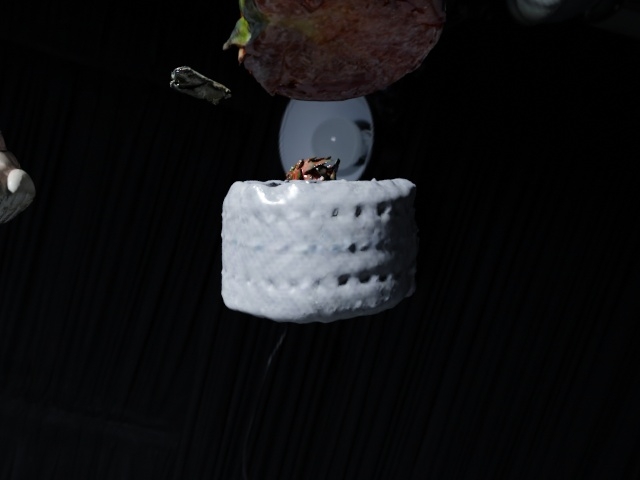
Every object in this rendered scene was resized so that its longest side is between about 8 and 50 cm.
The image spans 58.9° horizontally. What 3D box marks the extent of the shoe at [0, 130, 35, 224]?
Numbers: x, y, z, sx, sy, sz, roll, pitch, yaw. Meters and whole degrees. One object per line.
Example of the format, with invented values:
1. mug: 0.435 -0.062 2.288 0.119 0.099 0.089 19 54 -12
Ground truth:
1. shoe: -0.500 -0.102 0.587 0.171 0.198 0.351 -26 -12 31

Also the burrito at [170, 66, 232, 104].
1. burrito: -0.250 -0.320 1.186 0.042 0.051 0.171 60 20 10

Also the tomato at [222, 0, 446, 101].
1. tomato: 0.015 -0.338 0.754 0.308 0.170 0.309 -13 -23 -5

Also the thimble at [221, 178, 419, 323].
1. thimble: 0.000 0.000 0.706 0.245 0.157 0.217 -2 10 -18

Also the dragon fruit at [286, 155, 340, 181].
1. dragon fruit: -0.020 -0.162 1.452 0.142 0.130 0.121 6 -12 46
